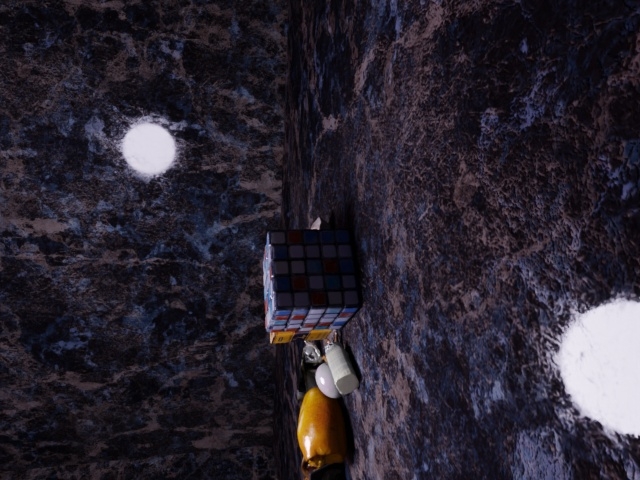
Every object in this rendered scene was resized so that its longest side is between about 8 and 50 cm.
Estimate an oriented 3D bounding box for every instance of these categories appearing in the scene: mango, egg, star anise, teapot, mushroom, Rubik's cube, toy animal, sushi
[{"bbox_3d":[0.006,0.673,1.805,0.199,0.201,0.350,-46,21,18],"label":"mango"},{"bbox_3d":[0.038,0.503,1.763,0.135,0.103,0.103,54,149,34],"label":"egg"},{"bbox_3d":[-0.030,1.020,2.128,0.349,0.109,0.292,102,158,-43],"label":"star anise"},{"bbox_3d":[0.076,0.440,1.683,0.107,0.077,0.200,61,-179,-26],"label":"teapot"},{"bbox_3d":[0.002,0.000,1.961,0.097,0.088,0.212,36,140,34],"label":"mushroom"},{"bbox_3d":[-0.044,0.142,1.697,0.292,0.293,0.286,116,150,-62],"label":"Rubik's cube"},{"bbox_3d":[0.051,0.433,1.848,0.099,0.057,0.241,-117,30,-50],"label":"toy animal"},{"bbox_3d":[-0.033,0.563,2.167,0.134,0.109,0.272,98,180,-51],"label":"sushi"}]

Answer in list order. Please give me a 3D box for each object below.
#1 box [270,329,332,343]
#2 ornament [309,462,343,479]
[{"bbox_3d":[-0.084,0.369,2.019,0.152,0.237,0.070,115,148,-64],"label":"box"},{"bbox_3d":[0.073,0.916,1.728,0.196,0.153,0.166,22,116,51],"label":"ornament"}]
